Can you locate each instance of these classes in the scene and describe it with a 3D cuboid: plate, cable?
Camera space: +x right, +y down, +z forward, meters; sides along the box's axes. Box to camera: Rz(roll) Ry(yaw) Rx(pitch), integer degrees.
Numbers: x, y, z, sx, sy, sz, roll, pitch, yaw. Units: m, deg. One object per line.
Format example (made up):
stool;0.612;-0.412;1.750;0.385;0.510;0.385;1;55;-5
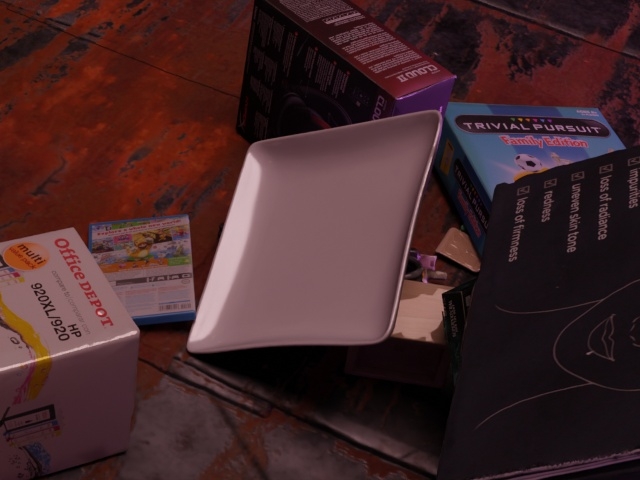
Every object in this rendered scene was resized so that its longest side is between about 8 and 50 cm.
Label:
plate;0.000;0.000;1.315;0.278;0.045;0.277;-7;56;39
cable;0.014;0.035;1.420;0.287;0.072;0.139;6;14;3

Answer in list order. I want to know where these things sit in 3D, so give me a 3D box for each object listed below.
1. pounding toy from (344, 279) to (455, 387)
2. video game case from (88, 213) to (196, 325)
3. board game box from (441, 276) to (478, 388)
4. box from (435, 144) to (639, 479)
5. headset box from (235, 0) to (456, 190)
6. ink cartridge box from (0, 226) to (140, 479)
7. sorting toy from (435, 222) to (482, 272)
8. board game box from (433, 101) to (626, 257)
pounding toy;0.079;0.093;1.336;0.130;0.141;0.100;9;60;2
video game case;-0.206;0.034;1.392;0.119;0.015;0.166;-6;43;-4
board game box;0.176;0.104;1.294;0.026;0.126;0.186;-7;3;25
box;0.397;0.116;1.067;0.472;0.297;0.480;-18;26;25
headset box;0.033;-0.164;1.542;0.110;0.218;0.293;-24;52;-35
ink cartridge box;-0.314;0.119;1.160;0.233;0.168;0.171;-14;46;-29
sorting toy;0.186;0.006;1.543;0.062;0.012;0.083;26;42;11
board game box;0.308;-0.050;1.578;0.254;0.079;0.336;0;42;-20
